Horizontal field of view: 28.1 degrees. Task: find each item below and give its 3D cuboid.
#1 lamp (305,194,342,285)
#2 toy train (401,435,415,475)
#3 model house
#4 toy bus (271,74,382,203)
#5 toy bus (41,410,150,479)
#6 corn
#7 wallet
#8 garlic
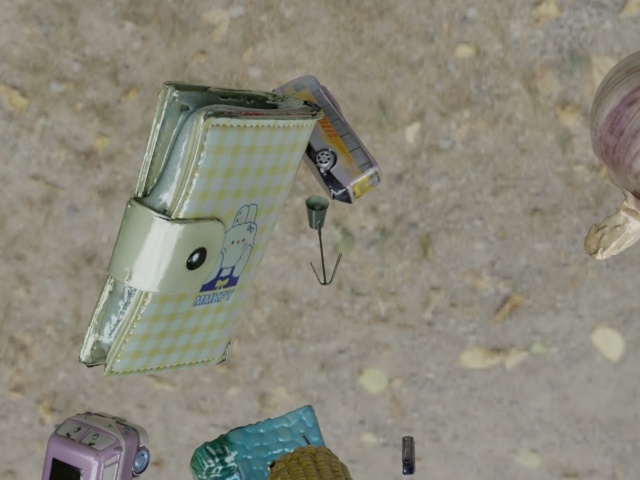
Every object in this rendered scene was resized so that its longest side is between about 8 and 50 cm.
[{"bbox_3d":[0.000,-0.001,1.706,0.041,0.121,0.054,-3,134,-7],"label":"lamp"},{"bbox_3d":[0.109,0.265,1.578,0.017,0.083,0.017,-5,106,5],"label":"toy train"},{"bbox_3d":[-0.064,0.447,2.068,0.226,0.241,0.261,-21,148,-6],"label":"model house"},{"bbox_3d":[0.006,-0.125,1.565,0.072,0.172,0.057,-31,155,-5],"label":"toy bus"},{"bbox_3d":[-0.379,0.394,2.125,0.142,0.142,0.203,15,97,31],"label":"toy bus"},{"bbox_3d":[0.006,0.319,1.412,0.106,0.305,0.106,-3,106,-10],"label":"corn"},{"bbox_3d":[-0.121,-0.005,1.312,0.077,0.223,0.310,31,110,27],"label":"wallet"},{"bbox_3d":[0.369,-0.067,1.391,0.245,0.245,0.253,31,120,-22],"label":"garlic"}]
